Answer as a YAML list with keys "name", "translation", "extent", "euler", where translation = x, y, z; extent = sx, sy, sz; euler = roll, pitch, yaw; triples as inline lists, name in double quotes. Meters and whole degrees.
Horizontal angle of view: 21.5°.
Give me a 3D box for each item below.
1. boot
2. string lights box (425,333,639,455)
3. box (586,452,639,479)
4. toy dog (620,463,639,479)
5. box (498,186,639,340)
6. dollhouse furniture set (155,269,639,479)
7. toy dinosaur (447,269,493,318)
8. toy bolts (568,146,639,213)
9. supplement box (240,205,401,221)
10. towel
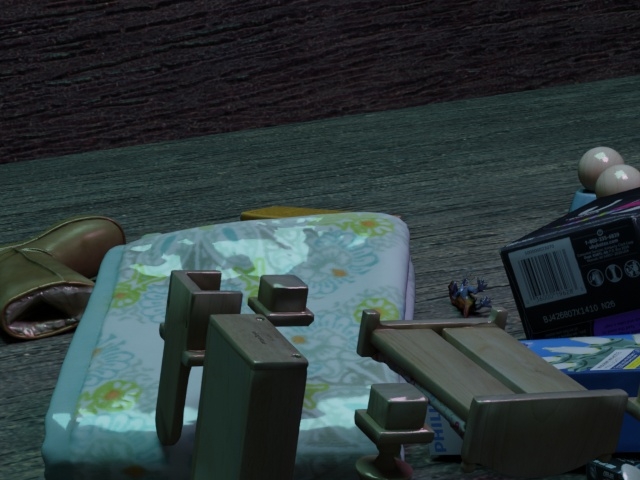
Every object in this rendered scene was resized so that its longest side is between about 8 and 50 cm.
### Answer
- name: "boot"
  translation: [-0.330, 0.049, 2.187]
  extent: [0.236, 0.089, 0.269]
  euler: [-21, 17, -19]
- name: "string lights box"
  translation: [0.233, 0.136, 1.493]
  extent: [0.259, 0.077, 0.133]
  euler: [-5, 9, 30]
- name: "box"
  translation: [0.273, 0.194, 1.405]
  extent: [0.067, 0.018, 0.083]
  euler: [-11, 13, -28]
- name: "toy dog"
  translation: [0.263, 0.195, 1.072]
  extent: [0.220, 0.161, 0.334]
  euler: [-6, 12, -3]
- name: "box"
  translation: [0.332, 0.027, 1.779]
  extent: [0.165, 0.143, 0.270]
  euler: [-15, 4, 34]
- name: "dollhouse furniture set"
  translation: [0.074, 0.151, 1.401]
  extent: [0.355, 0.174, 0.303]
  euler: [1, 19, -25]
- name: "toy dinosaur"
  translation: [0.168, 0.065, 1.996]
  extent: [0.090, 0.047, 0.082]
  euler: [-28, 5, -36]
- name: "toy bolts"
  translation: [0.395, -0.031, 2.054]
  extent: [0.218, 0.159, 0.228]
  euler: [-8, 13, -14]
- name: "supplement box"
  translation: [0.000, 0.000, 2.273]
  extent: [0.233, 0.078, 0.080]
  euler: [6, 16, 39]
- name: "towel"
  translation: [-0.074, 0.099, 1.606]
  extent: [0.320, 0.090, 0.374]
  euler: [-5, 32, 9]
